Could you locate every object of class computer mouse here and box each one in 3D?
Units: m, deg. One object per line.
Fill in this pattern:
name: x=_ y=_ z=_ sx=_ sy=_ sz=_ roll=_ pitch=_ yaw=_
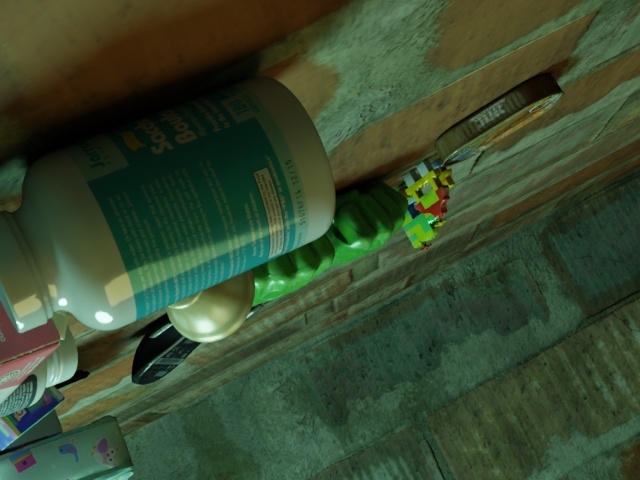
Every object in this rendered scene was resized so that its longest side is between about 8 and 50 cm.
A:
computer mouse: x=-0.196 y=0.133 z=1.712 sx=0.262 sy=0.060 sz=0.184 roll=-43 pitch=162 yaw=16

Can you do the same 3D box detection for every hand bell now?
hand bell: x=-0.183 y=0.037 z=1.209 sx=0.126 sy=0.126 sz=0.242 roll=-30 pitch=157 yaw=13

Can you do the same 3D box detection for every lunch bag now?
lunch bag: x=-0.411 y=0.360 z=1.609 sx=0.224 sy=0.108 sz=0.279 roll=-19 pitch=170 yaw=-23

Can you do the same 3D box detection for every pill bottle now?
pill bottle: x=-0.131 y=-0.022 z=0.830 sx=0.264 sy=0.146 sz=0.146 roll=-24 pitch=170 yaw=-21
pill bottle: x=-0.363 y=0.142 z=1.150 sx=0.180 sy=0.108 sz=0.108 roll=-17 pitch=165 yaw=-46

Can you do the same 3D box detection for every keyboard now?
keyboard: x=-0.434 y=0.220 z=1.592 sx=0.108 sy=0.023 sz=0.180 roll=-23 pitch=171 yaw=12

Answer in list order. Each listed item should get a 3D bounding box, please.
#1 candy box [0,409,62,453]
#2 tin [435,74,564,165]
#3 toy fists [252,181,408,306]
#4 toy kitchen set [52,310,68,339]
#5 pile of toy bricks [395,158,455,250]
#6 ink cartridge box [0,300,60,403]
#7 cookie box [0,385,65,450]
candy box: x=-0.527 y=0.313 z=1.628 sx=0.196 sy=0.070 sz=0.164 roll=-29 pitch=169 yaw=35
tin: x=0.242 y=-0.164 z=1.439 sx=0.189 sy=0.040 sz=0.106 roll=-31 pitch=174 yaw=18
toy fists: x=0.000 y=0.000 z=1.459 sx=0.279 sy=0.096 sz=0.142 roll=-24 pitch=180 yaw=-28
toy kitchen set: x=-0.305 y=0.053 z=1.108 sx=0.083 sy=0.075 sz=0.068 roll=8 pitch=-158 yaw=-13
pile of toy bricks: x=0.144 y=-0.035 z=1.619 sx=0.118 sy=0.105 sz=0.212 roll=-18 pitch=166 yaw=-46
ink cartridge box: x=-0.400 y=0.119 z=0.906 sx=0.283 sy=0.117 sz=0.207 roll=-19 pitch=167 yaw=-43
cookie box: x=-0.394 y=0.201 z=1.340 sx=0.040 sy=0.092 sz=0.107 roll=-42 pitch=-179 yaw=28
